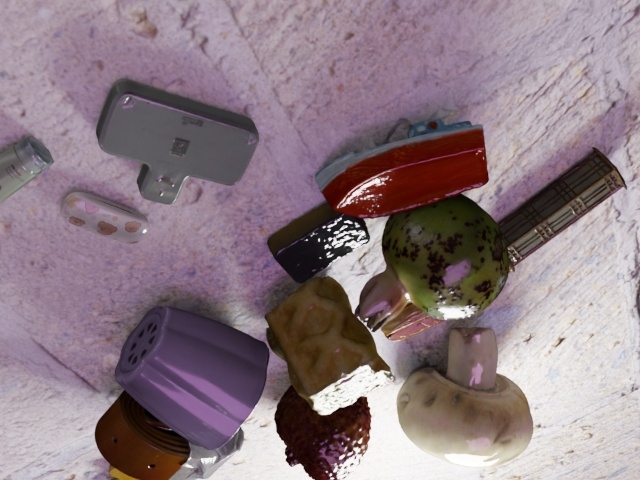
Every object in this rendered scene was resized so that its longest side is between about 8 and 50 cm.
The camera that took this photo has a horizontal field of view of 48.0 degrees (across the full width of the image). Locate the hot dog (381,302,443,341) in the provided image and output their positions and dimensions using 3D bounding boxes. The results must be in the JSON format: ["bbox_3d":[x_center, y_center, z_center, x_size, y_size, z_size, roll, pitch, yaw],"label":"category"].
[{"bbox_3d":[0.256,0.172,1.746,0.235,0.062,0.092,-25,134,4],"label":"hot dog"}]

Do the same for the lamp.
[{"bbox_3d":[0.522,-0.065,1.625,0.325,0.089,0.090,-40,133,14],"label":"lamp"}]

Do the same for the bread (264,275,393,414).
[{"bbox_3d":[0.011,0.231,1.546,0.238,0.252,0.196,-35,153,17],"label":"bread"}]

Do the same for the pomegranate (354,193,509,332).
[{"bbox_3d":[0.212,0.062,1.474,0.340,0.285,0.285,-35,134,-1],"label":"pomegranate"}]

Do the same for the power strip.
[{"bbox_3d":[-0.257,-0.155,1.250,0.265,0.059,0.194,13,119,-31],"label":"power strip"}]

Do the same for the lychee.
[{"bbox_3d":[0.012,0.457,1.773,0.260,0.261,0.261,-11,133,-12],"label":"lychee"}]

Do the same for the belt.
[{"bbox_3d":[-0.332,0.434,1.631,0.338,0.217,0.122,23,119,-43],"label":"belt"}]

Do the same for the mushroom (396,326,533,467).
[{"bbox_3d":[0.375,0.421,1.884,0.353,0.353,0.325,-23,155,-1],"label":"mushroom"}]

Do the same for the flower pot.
[{"bbox_3d":[-0.275,0.262,1.499,0.265,0.265,0.243,-42,117,17],"label":"flower pot"}]

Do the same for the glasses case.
[{"bbox_3d":[-0.390,-0.040,1.310,0.164,0.041,0.063,24,118,-36],"label":"glasses case"}]

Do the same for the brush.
[{"bbox_3d":[0.000,0.000,1.491,0.197,0.059,0.123,-31,136,8],"label":"brush"}]

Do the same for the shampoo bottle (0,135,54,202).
[{"bbox_3d":[-0.546,-0.093,1.196,0.212,0.049,0.072,-33,129,7],"label":"shampoo bottle"}]

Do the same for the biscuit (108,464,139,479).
[{"bbox_3d":[-0.459,0.580,1.837,0.158,0.035,0.240,31,113,-36],"label":"biscuit"}]

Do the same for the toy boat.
[{"bbox_3d":[0.152,-0.145,1.389,0.331,0.133,0.145,-16,140,6],"label":"toy boat"}]
